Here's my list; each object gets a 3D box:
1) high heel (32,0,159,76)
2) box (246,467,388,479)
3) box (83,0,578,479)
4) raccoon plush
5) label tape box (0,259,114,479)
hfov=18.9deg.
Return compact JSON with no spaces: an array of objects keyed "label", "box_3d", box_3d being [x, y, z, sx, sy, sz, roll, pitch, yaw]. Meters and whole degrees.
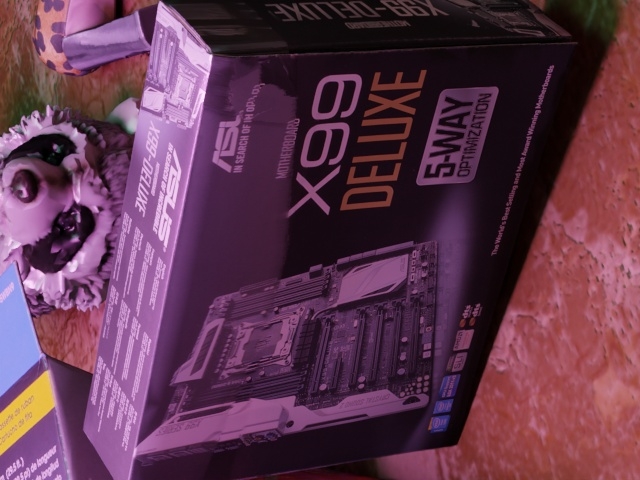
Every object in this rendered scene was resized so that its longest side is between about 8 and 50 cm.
[{"label":"high heel","box_3d":[-0.212,-0.272,1.630,0.186,0.093,0.261,-6,95,50]},{"label":"box","box_3d":[0.008,0.235,1.264,0.300,0.154,0.142,0,91,58]},{"label":"box","box_3d":[0.000,0.000,1.163,0.076,0.242,0.307,49,135,45]},{"label":"raccoon plush","box_3d":[-0.258,-0.028,1.706,0.446,0.299,0.216,-101,-2,-81]},{"label":"label tape box","box_3d":[-0.173,0.211,1.304,0.240,0.106,0.333,-40,58,49]}]
